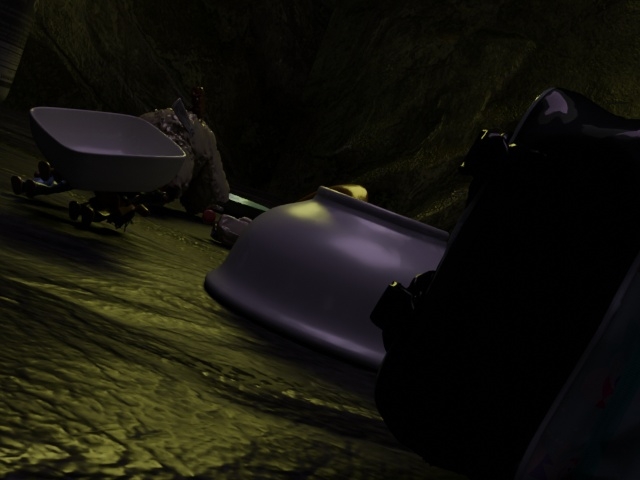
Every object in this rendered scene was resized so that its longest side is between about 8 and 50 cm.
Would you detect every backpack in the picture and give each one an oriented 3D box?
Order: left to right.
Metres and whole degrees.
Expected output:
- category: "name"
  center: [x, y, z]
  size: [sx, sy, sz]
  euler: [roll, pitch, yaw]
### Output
- category: "backpack"
  center: [0.180, 0.062, 0.441]
  size: [0.191, 0.225, 0.253]
  euler: [28, -2, 38]

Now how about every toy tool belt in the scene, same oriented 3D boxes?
- category: "toy tool belt"
  center: [-0.139, -0.014, 1.152]
  size: [0.083, 0.052, 0.051]
  euler: [23, -28, -12]

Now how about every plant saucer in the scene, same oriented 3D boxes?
- category: "plant saucer"
  center: [-0.198, -0.079, 1.729]
  size: [0.195, 0.037, 0.195]
  euler: [20, 4, -1]

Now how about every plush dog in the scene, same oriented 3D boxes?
- category: "plush dog"
  center: [-0.299, -0.150, 1.333]
  size: [0.226, 0.210, 0.262]
  euler: [-3, -3, 18]

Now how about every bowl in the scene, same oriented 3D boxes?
- category: "bowl"
  center: [-0.231, -0.094, 0.840]
  size: [0.142, 0.053, 0.142]
  euler: [-3, 29, -38]
- category: "bowl"
  center: [0.042, 0.029, 0.802]
  size: [0.298, 0.134, 0.298]
  euler: [19, 4, -1]

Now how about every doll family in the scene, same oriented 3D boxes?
- category: "doll family"
  center: [-0.261, -0.062, 0.909]
  size: [0.193, 0.076, 0.111]
  euler: [27, 25, 19]

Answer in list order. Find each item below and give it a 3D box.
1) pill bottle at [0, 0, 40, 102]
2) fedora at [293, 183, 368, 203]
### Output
- category: "pill bottle"
  center: [-0.516, -0.301, 1.119]
  size: [0.176, 0.318, 0.176]
  euler: [21, 4, -2]
- category: "fedora"
  center: [0.000, 0.000, 1.084]
  size: [0.079, 0.194, 0.194]
  euler: [58, -13, -24]
